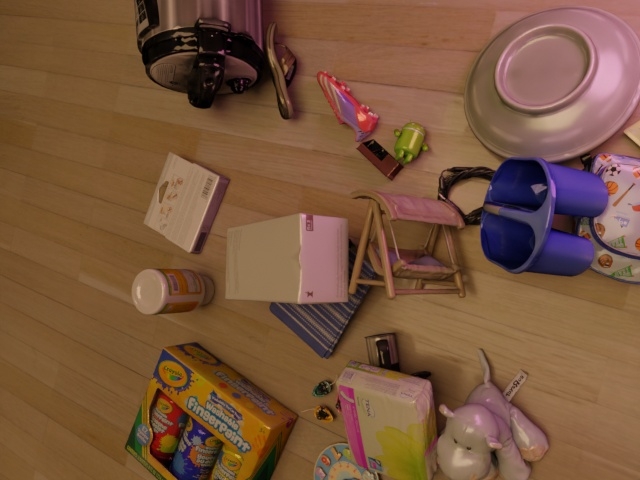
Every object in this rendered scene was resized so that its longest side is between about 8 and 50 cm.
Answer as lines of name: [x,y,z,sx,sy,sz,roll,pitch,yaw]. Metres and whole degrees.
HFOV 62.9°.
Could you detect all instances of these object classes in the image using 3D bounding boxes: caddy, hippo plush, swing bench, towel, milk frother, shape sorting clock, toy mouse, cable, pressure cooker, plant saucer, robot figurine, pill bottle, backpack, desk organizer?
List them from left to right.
pill bottle: [-0.448,0.157,1.627,0.136,0.245,0.137,-2,85,27]
pressure cooker: [-0.346,-0.615,1.558,0.375,0.369,0.421,-4,86,24]
towel: [0.000,0.142,1.462,0.243,0.040,0.336,38,118,21]
toy mouse: [0.034,0.444,1.479,0.160,0.031,0.143,15,94,27]
shape sorting clock: [0.069,0.666,1.441,0.206,0.040,0.207,-2,86,27]
desk organizer: [0.165,-0.229,1.448,0.050,0.047,0.130,-48,68,14]
milk frother: [0.202,0.310,1.376,0.143,0.129,0.135,-7,82,-16]
swing bench: [0.213,0.008,1.267,0.165,0.253,0.255,0,87,54]
robot figurine: [0.238,-0.263,1.393,0.101,0.067,0.115,25,81,-5]
cable: [0.385,-0.112,1.325,0.184,0.047,0.151,8,90,27]
hippo plush: [0.385,0.444,1.181,0.234,0.236,0.295,26,98,27]
caddy: [0.447,-0.054,1.129,0.179,0.341,0.242,10,98,-4]
plant saucer: [0.519,-0.379,1.207,0.400,0.100,0.401,-9,72,30]
backpack: [0.663,-0.040,1.096,0.276,0.213,0.264,15,101,26]

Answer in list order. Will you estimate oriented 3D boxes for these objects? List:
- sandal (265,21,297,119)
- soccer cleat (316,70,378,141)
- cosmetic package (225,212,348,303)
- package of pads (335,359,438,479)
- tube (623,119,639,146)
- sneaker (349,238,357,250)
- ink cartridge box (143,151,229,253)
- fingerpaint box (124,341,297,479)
sandal: [-0.108,-0.512,1.586,0.086,0.120,0.303,-13,82,-2]
soccer cleat: [0.059,-0.389,1.497,0.248,0.083,0.095,47,112,19]
cosmetic package: [-0.099,0.057,1.372,0.384,0.156,0.218,-4,83,52]
package of pads: [0.173,0.458,1.293,0.229,0.101,0.297,6,119,34]
tube: [0.789,-0.290,1.124,0.240,0.062,0.070,-45,28,23]
sneaker: [0.000,0.000,1.515,0.234,0.084,0.097,25,74,26]
ink cartridge box: [-0.454,-0.128,1.755,0.238,0.060,0.275,28,100,27]
fingerpaint box: [-0.345,0.585,1.591,0.444,0.163,0.372,28,100,26]
